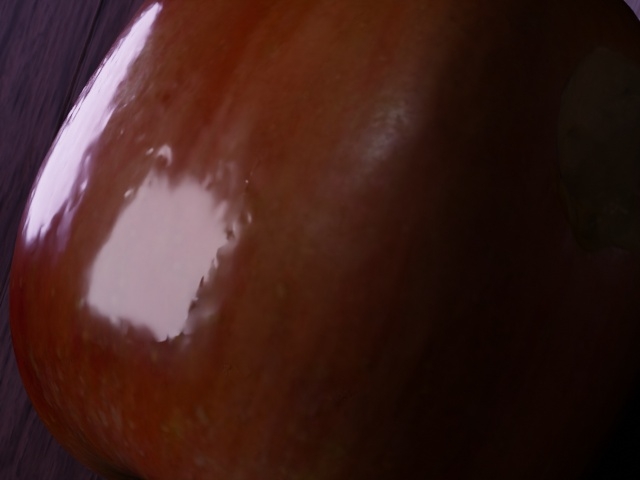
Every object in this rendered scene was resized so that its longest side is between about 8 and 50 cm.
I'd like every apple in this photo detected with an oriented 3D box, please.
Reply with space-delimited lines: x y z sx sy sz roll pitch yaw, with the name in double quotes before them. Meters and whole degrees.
"apple" 0.014 -0.007 0.681 0.242 0.242 0.241 164 126 -80
